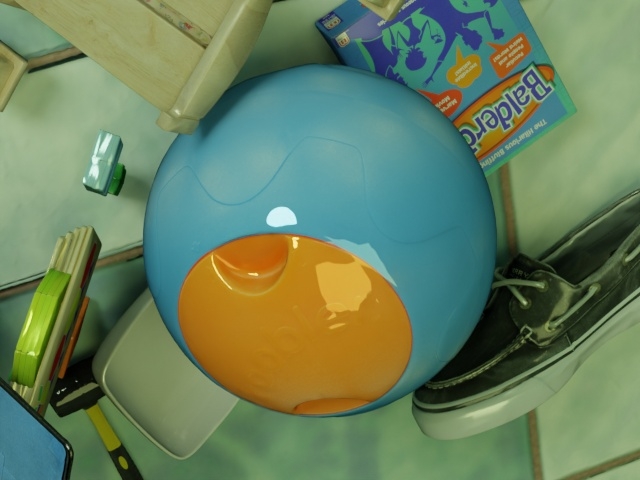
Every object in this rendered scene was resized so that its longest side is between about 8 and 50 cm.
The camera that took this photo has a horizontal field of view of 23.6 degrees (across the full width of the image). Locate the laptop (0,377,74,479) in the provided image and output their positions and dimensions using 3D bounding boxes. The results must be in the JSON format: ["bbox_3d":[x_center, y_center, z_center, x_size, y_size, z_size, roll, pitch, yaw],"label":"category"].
[{"bbox_3d":[-0.418,0.215,1.143,0.407,0.236,0.382,6,121,-16],"label":"laptop"}]

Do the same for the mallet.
[{"bbox_3d":[-0.186,0.180,1.422,0.062,0.039,0.190,-35,127,-5],"label":"mallet"}]

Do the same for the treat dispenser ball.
[{"bbox_3d":[0.000,0.000,1.251,0.288,0.288,0.288,-9,118,-17],"label":"treat dispenser ball"}]

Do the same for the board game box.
[{"bbox_3d":[0.115,-0.152,1.360,0.160,0.047,0.210,-36,123,-1],"label":"board game box"}]

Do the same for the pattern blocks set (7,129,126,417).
[{"bbox_3d":[-0.218,0.077,1.226,0.026,0.285,0.325,18,74,-3],"label":"pattern blocks set"}]

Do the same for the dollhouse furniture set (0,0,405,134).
[{"bbox_3d":[-0.057,-0.183,1.179,0.356,0.303,0.174,-57,158,14],"label":"dollhouse furniture set"}]

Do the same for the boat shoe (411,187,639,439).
[{"bbox_3d":[0.214,0.060,1.481,0.335,0.121,0.119,-35,115,-15],"label":"boat shoe"}]

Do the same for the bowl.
[{"bbox_3d":[-0.133,0.105,1.371,0.142,0.053,0.142,-52,126,-19],"label":"bowl"}]
